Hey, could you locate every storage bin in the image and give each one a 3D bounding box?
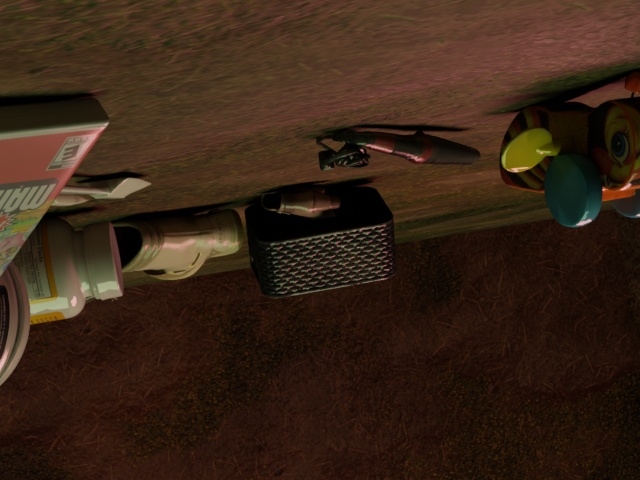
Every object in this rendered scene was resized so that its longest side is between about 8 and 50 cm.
[{"bbox_3d":[0.000,0.000,2.212,0.180,0.084,0.122,-10,-154,-9],"label":"storage bin"}]

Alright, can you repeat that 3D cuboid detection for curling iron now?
[{"bbox_3d":[0.086,-0.092,1.699,0.068,0.035,0.274,-7,178,36],"label":"curling iron"}]

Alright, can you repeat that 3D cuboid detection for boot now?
[{"bbox_3d":[-0.220,0.010,2.197,0.165,0.077,0.213,-8,172,-37],"label":"boot"},{"bbox_3d":[-0.033,-0.049,2.126,0.087,0.042,0.118,0,176,-25],"label":"boot"}]

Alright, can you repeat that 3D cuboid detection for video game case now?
[{"bbox_3d":[-0.288,0.008,1.157,0.204,0.025,0.285,-11,152,-45],"label":"video game case"}]

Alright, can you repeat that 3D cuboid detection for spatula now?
[{"bbox_3d":[-0.274,-0.044,1.597,0.168,0.019,0.242,-5,178,16],"label":"spatula"}]

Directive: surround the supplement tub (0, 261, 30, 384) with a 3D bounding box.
[{"bbox_3d":[-0.374,0.063,1.447,0.191,0.191,0.272,-11,174,11],"label":"supplement tub"}]

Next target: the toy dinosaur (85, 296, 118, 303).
[{"bbox_3d":[-0.365,0.056,2.161,0.160,0.121,0.313,-25,176,19],"label":"toy dinosaur"}]

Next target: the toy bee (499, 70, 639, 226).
[{"bbox_3d":[0.286,-0.092,1.607,0.298,0.162,0.195,18,-156,37],"label":"toy bee"}]

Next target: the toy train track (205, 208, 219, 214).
[{"bbox_3d":[-0.144,-0.030,2.263,0.048,0.014,0.083,-10,176,-13],"label":"toy train track"}]

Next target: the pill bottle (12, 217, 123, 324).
[{"bbox_3d":[-0.333,0.038,1.923,0.208,0.117,0.117,-10,177,-2],"label":"pill bottle"}]
